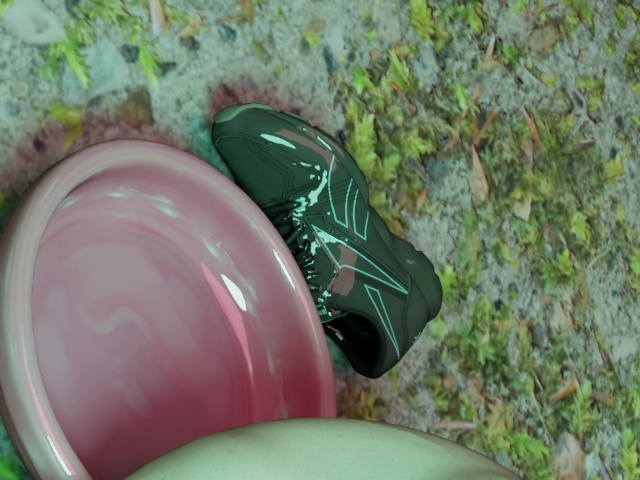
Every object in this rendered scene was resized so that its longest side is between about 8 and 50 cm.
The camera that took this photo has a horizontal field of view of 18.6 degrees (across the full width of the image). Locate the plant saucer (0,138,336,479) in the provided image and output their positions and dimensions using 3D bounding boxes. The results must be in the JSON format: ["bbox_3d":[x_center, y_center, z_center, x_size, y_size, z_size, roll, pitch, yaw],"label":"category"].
[{"bbox_3d":[-0.123,0.092,1.437,0.332,0.084,0.332,27,53,-41],"label":"plant saucer"}]

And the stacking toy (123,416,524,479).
[{"bbox_3d":[0.000,0.392,1.303,0.350,0.350,0.480,-34,137,-41],"label":"stacking toy"}]

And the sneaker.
[{"bbox_3d":[0.000,0.000,1.592,0.267,0.101,0.106,47,55,-23],"label":"sneaker"}]
